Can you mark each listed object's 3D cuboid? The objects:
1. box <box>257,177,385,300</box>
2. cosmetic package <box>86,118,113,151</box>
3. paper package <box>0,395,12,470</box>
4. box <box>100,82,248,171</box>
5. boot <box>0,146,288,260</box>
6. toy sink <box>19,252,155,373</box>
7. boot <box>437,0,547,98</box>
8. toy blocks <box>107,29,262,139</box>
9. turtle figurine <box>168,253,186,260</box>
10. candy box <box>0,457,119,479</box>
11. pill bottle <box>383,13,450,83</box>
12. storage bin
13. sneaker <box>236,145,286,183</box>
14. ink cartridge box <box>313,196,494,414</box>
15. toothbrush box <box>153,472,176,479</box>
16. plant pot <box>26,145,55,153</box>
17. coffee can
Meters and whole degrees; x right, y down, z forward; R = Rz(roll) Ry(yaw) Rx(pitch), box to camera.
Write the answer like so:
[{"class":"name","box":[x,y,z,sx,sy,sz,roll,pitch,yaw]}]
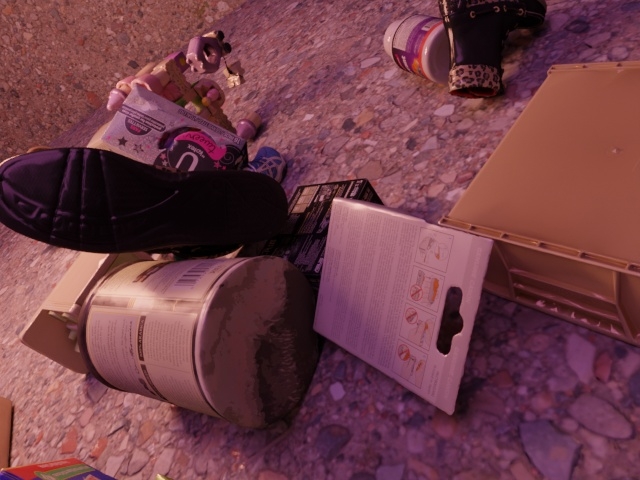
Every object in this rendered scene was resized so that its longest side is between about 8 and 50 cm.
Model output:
[{"class":"box","box":[0.000,0.000,0.716,0.147,0.077,0.180,-1,51,40]},{"class":"cosmetic package","box":[-0.592,-0.344,1.515,0.296,0.153,0.129,-19,43,24]},{"class":"paper package","box":[-0.723,0.355,0.772,0.168,0.325,0.309,-44,38,-4]},{"class":"box","box":[-0.291,-0.181,0.964,0.142,0.247,0.163,-64,2,-11]},{"class":"boot","box":[-0.261,-0.039,0.733,0.284,0.377,0.138,159,109,-73]},{"class":"toy sink","box":[-0.412,0.127,0.882,0.131,0.153,0.234,-3,50,38]},{"class":"boot","box":[0.294,-0.330,0.783,0.085,0.236,0.179,-2,92,60]},{"class":"toy blocks","box":[-0.340,-0.292,1.136,0.309,0.288,0.260,-3,44,36]},{"class":"turtle figurine","box":[-0.383,-0.038,0.987,0.234,0.175,0.118,17,33,19]},{"class":"candy box","box":[-0.329,0.396,0.455,0.317,0.122,0.268,-61,0,-27]},{"class":"pill bottle","box":[0.201,-0.379,0.903,0.108,0.108,0.193,-38,37,3]},{"class":"storage bin","box":[0.307,-0.050,0.470,0.262,0.123,0.260,-51,39,-15]},{"class":"sneaker","box":[-0.126,-0.141,0.965,0.080,0.081,0.211,-25,38,21]},{"class":"ink cartridge box","box":[0.088,0.058,0.527,0.224,0.056,0.181,20,104,47]},{"class":"toothbrush box","box":[-0.087,0.367,0.383,0.283,0.122,0.206,4,56,44]},{"class":"plant pot","box":[-0.819,-0.122,1.442,0.229,0.263,0.263,-52,34,16]},{"class":"coffee can","box":[-0.167,0.124,0.632,0.275,0.201,0.201,-3,50,38]}]
